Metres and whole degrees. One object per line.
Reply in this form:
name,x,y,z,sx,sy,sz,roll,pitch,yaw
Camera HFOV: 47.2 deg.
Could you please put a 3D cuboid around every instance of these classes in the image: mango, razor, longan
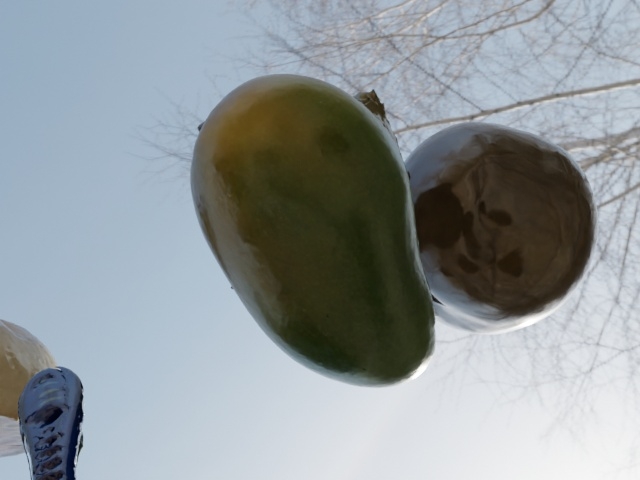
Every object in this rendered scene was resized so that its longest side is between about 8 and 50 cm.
mango,0.000,0.000,0.539,0.156,0.114,0.251,-19,-67,14
razor,-0.129,0.157,0.351,0.093,0.324,0.056,-20,-66,-11
longan,0.218,-0.014,0.982,0.297,0.297,0.298,-3,-82,-21

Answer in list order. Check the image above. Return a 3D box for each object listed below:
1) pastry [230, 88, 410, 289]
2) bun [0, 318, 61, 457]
pastry,-0.018,-0.041,0.803,0.120,0.235,0.257,29,-137,-38
bun,-0.453,0.155,0.862,0.298,0.299,0.165,5,-120,-21
